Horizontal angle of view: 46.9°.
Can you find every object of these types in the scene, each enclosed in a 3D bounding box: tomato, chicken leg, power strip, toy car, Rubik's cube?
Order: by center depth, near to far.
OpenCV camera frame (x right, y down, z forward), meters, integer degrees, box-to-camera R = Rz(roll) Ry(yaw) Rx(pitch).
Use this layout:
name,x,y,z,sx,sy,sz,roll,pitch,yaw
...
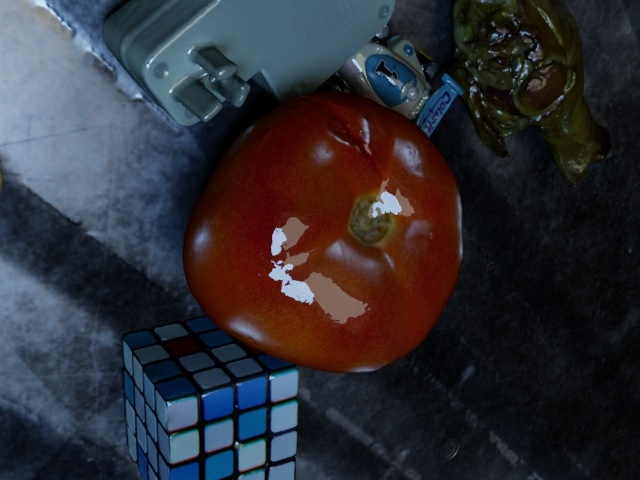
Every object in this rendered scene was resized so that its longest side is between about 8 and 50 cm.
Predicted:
name,x,y,z,sx,sy,sz,roll,pitch,yaw
power strip,-0.056,-0.217,0.677,0.261,0.141,0.229,-42,144,-6
tomato,0.000,0.000,0.763,0.298,0.226,0.299,6,80,-35
Rubik's cube,-0.123,0.186,0.811,0.151,0.154,0.155,-9,112,-31
toy car,0.076,-0.182,0.834,0.161,0.098,0.126,38,83,-40
chicken leg,0.277,-0.181,0.945,0.211,0.140,0.361,-50,124,-18

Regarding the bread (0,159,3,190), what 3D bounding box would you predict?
name,x,y,z,sx,sy,sz,roll,pitch,yaw
bread,-0.363,-0.042,0.609,0.189,0.077,0.114,-20,139,-27
